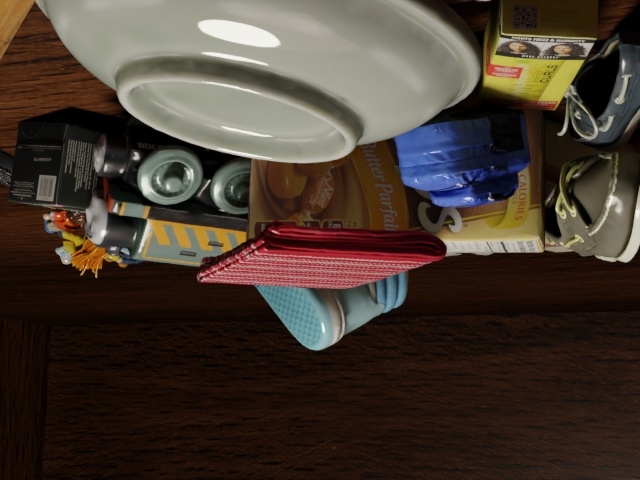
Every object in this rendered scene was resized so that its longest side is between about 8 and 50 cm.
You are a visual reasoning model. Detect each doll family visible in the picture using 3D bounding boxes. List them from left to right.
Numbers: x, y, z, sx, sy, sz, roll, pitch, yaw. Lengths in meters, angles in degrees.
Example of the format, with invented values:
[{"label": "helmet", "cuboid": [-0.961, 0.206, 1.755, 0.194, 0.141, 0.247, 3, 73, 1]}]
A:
[{"label": "doll family", "cuboid": [-0.339, 0.011, 2.186, 0.263, 0.118, 0.163, 7, 168, -28]}]

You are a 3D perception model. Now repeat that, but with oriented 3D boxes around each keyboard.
[{"label": "keyboard", "cuboid": [-0.445, -0.101, 1.849, 0.108, 0.023, 0.180, -1, 171, 13]}]

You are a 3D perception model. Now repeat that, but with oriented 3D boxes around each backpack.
[{"label": "backpack", "cuboid": [0.138, -0.083, 1.280, 0.120, 0.101, 0.098, -6, 176, -40]}]

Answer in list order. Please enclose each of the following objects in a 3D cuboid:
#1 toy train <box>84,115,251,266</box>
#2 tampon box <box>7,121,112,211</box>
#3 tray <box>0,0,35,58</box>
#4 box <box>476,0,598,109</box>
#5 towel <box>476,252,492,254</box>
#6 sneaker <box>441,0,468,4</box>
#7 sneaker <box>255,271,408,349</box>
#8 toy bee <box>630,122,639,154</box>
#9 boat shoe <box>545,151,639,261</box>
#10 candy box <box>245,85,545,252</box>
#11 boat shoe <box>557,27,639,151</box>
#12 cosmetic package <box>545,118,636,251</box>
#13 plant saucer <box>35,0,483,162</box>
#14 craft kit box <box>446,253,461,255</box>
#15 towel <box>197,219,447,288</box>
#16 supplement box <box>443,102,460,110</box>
[{"label": "toy train", "cuboid": [-0.120, -0.045, 1.573, 0.334, 0.190, 0.142, 7, -148, -24]}, {"label": "tampon box", "cuboid": [-0.289, -0.084, 1.637, 0.161, 0.101, 0.120, 10, 177, -43]}, {"label": "tray", "cuboid": [-0.348, -0.211, 1.061, 0.202, 0.076, 0.411, 6, 170, -22]}, {"label": "box", "cuboid": [0.194, -0.178, 1.199, 0.087, 0.058, 0.232, 3, 171, 1]}, {"label": "towel", "cuboid": [0.197, -0.031, 1.900, 0.317, 0.053, 0.332, 5, 168, -27]}, {"label": "sneaker", "cuboid": [0.107, -0.208, 1.065, 0.070, 0.051, 0.134, 10, 164, -15]}, {"label": "sneaker", "cuboid": [0.000, 0.000, 1.804, 0.208, 0.319, 0.127, -19, 147, -28]}, {"label": "toy bee", "cuboid": [0.408, -0.076, 1.550, 0.195, 0.162, 0.298, -13, 139, -2]}, {"label": "boat shoe", "cuboid": [0.286, -0.036, 1.353, 0.091, 0.109, 0.305, 15, 174, 6]}, {"label": "candy box", "cuboid": [0.084, -0.081, 1.417, 0.316, 0.183, 0.087, -1, 171, 14]}, {"label": "boat shoe", "cuboid": [0.281, -0.146, 1.262, 0.079, 0.095, 0.254, 3, 173, -7]}, {"label": "cosmetic package", "cuboid": [0.249, -0.071, 1.604, 0.296, 0.129, 0.153, 9, 166, -38]}, {"label": "plant saucer", "cuboid": [-0.064, -0.147, 1.130, 0.400, 0.101, 0.400, 12, 168, 3]}, {"label": "craft kit box", "cuboid": [0.075, -0.009, 2.210, 0.250, 0.061, 0.246, -6, 165, 35]}, {"label": "towel", "cuboid": [-0.007, 0.020, 1.390, 0.198, 0.031, 0.275, 4, 170, -19]}, {"label": "supplement box", "cuboid": [0.086, -0.162, 1.320, 0.083, 0.056, 0.083, 7, 169, -29]}]
